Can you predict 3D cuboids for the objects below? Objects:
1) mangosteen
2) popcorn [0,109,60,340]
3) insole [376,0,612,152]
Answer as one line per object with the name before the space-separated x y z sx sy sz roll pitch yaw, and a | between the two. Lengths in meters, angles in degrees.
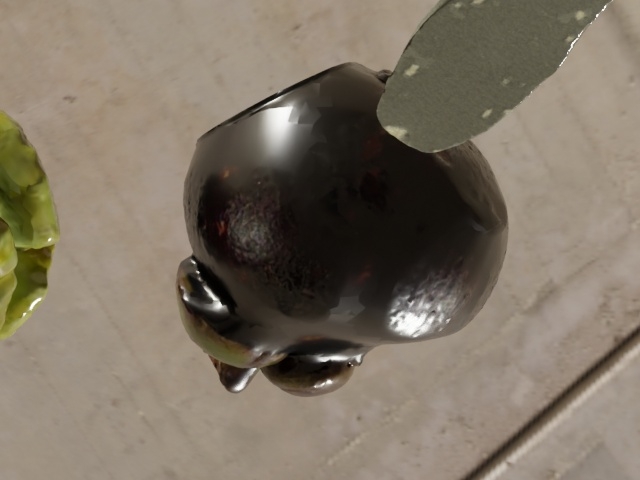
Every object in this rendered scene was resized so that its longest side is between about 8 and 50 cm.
mangosteen | 0.000 -0.005 1.029 0.288 0.287 0.233 -34 -81 -22
popcorn | -0.349 -0.008 0.993 0.282 0.247 0.282 8 -122 -12
insole | 0.114 -0.127 0.686 0.081 0.248 0.011 27 -137 -23
